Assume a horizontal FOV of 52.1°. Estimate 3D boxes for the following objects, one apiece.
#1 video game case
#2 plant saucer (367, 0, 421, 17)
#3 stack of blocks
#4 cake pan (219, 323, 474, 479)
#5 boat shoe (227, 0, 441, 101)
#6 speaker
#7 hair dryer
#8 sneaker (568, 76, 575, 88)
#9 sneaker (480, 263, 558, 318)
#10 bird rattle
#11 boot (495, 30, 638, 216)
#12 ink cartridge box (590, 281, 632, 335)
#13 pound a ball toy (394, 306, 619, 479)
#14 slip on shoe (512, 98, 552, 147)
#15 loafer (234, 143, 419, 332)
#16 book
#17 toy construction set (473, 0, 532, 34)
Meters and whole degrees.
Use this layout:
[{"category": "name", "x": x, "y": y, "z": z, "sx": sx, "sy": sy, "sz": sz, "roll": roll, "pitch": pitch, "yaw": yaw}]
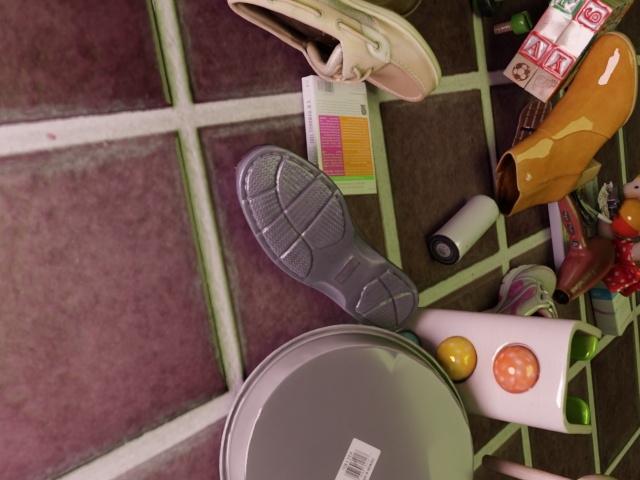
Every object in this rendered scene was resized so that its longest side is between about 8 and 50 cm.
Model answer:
[{"category": "video game case", "x": 0.531, "y": -0.032, "z": 1.356, "sx": 0.206, "sy": 0.026, "sz": 0.227, "roll": -23, "pitch": 107, "yaw": -44}, {"category": "plant saucer", "x": 0.074, "y": -0.393, "z": 0.868, "sx": 0.198, "sy": 0.036, "sz": 0.199, "roll": -1, "pitch": 91, "yaw": -47}, {"category": "stack of blocks", "x": 0.445, "y": -0.362, "z": 1.151, "sx": 0.297, "sy": 0.087, "sz": 0.171, "roll": -35, "pitch": 159, "yaw": -52}, {"category": "cake pan", "x": 0.039, "y": 0.239, "z": 0.713, "sx": 0.293, "sy": 0.054, "sz": 0.294, "roll": 1, "pitch": 84, "yaw": -12}, {"category": "boat shoe", "x": 0.023, "y": -0.232, "z": 0.769, "sx": 0.302, "sy": 0.109, "sz": 0.098, "roll": 27, "pitch": 75, "yaw": -37}, {"category": "speaker", "x": 0.223, "y": -0.018, "z": 1.012, "sx": 0.136, "sy": 0.055, "sz": 0.055, "roll": -39, "pitch": 117, "yaw": -38}, {"category": "hair dryer", "x": 0.482, "y": -0.013, "z": 1.254, "sx": 0.223, "sy": 0.080, "sz": 0.294, "roll": 23, "pitch": 68, "yaw": -28}, {"category": "sneaker", "x": 0.546, "y": -0.274, "z": 1.351, "sx": 0.097, "sy": 0.084, "sz": 0.235, "roll": 56, "pitch": 50, "yaw": -61}, {"category": "sneaker", "x": 0.354, "y": 0.127, "z": 1.108, "sx": 0.252, "sy": 0.111, "sz": 0.103, "roll": -41, "pitch": 119, "yaw": -38}, {"category": "bird rattle", "x": 0.646, "y": -0.015, "z": 1.328, "sx": 0.143, "sy": 0.254, "sz": 0.207, "roll": 5, "pitch": 50, "yaw": -18}, {"category": "boot", "x": 0.393, "y": -0.178, "z": 1.072, "sx": 0.211, "sy": 0.104, "sz": 0.295, "roll": -21, "pitch": 133, "yaw": -23}, {"category": "ink cartridge box", "x": 0.647, "y": 0.138, "z": 1.458, "sx": 0.088, "sy": 0.052, "sz": 0.123, "roll": -35, "pitch": 113, "yaw": -40}, {"category": "pound a ball toy", "x": 0.204, "y": 0.193, "z": 0.803, "sx": 0.135, "sy": 0.319, "sz": 0.208, "roll": 20, "pitch": 76, "yaw": -44}, {"category": "slip on shoe", "x": 0.382, "y": -0.197, "z": 1.185, "sx": 0.135, "sy": 0.051, "sz": 0.041, "roll": -65, "pitch": 154, "yaw": -25}, {"category": "loafer", "x": 0.000, "y": 0.000, "z": 0.773, "sx": 0.109, "sy": 0.095, "sz": 0.302, "roll": -45, "pitch": 120, "yaw": -1}, {"category": "book", "x": 0.023, "y": -0.128, "z": 0.820, "sx": 0.096, "sy": 0.035, "sz": 0.144, "roll": -6, "pitch": 93, "yaw": -45}, {"category": "toy construction set", "x": 0.338, "y": -0.527, "z": 0.998, "sx": 0.257, "sy": 0.237, "sz": 0.309, "roll": 20, "pitch": 75, "yaw": -44}]
